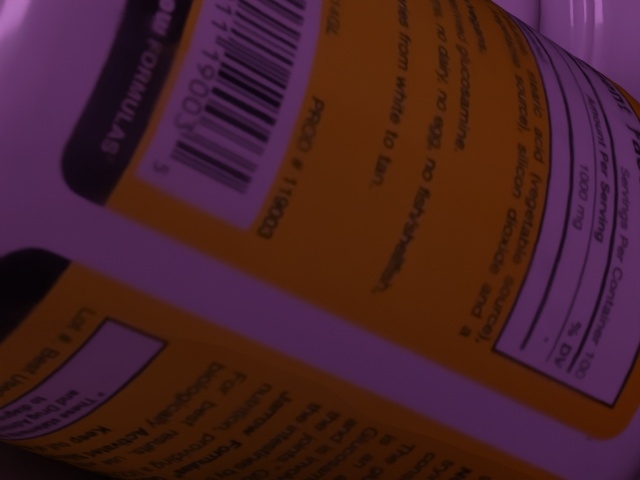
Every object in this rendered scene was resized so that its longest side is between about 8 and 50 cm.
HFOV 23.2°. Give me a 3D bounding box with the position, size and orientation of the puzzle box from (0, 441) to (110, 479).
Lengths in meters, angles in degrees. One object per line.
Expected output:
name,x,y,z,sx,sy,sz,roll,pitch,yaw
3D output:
puzzle box,-0.232,0.139,0.384,0.409,0.052,0.272,-13,15,-25

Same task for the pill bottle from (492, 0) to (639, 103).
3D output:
pill bottle,-0.003,-0.090,0.653,0.272,0.152,0.152,4,49,-18

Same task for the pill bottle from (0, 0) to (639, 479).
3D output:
pill bottle,0.000,0.000,0.499,0.188,0.334,0.187,-30,46,38
